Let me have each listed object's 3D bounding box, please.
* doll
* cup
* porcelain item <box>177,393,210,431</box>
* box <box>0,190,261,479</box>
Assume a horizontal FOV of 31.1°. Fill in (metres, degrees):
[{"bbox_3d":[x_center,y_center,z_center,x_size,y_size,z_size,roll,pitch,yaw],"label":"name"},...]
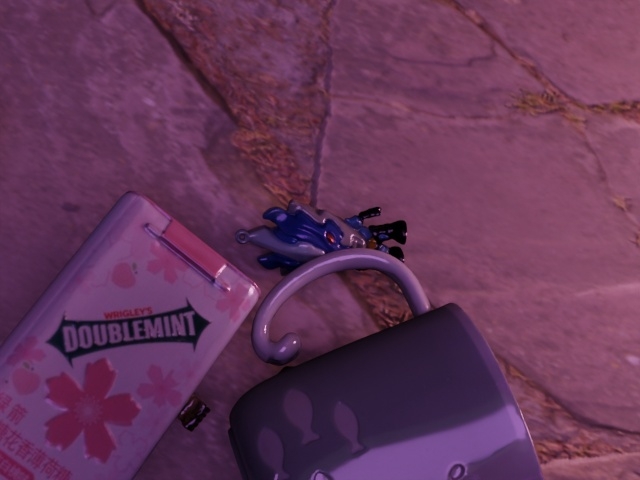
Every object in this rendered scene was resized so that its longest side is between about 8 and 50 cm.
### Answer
[{"bbox_3d":[0.000,0.000,1.300,0.195,0.070,0.096,3,119,-10],"label":"doll"},{"bbox_3d":[0.041,0.187,1.213,0.274,0.259,0.357,-21,75,-7],"label":"cup"},{"bbox_3d":[-0.209,0.127,1.275,0.213,0.054,0.084,43,86,-3],"label":"porcelain item"},{"bbox_3d":[-0.237,0.145,1.165,0.190,0.112,0.370,39,64,-7],"label":"box"}]
